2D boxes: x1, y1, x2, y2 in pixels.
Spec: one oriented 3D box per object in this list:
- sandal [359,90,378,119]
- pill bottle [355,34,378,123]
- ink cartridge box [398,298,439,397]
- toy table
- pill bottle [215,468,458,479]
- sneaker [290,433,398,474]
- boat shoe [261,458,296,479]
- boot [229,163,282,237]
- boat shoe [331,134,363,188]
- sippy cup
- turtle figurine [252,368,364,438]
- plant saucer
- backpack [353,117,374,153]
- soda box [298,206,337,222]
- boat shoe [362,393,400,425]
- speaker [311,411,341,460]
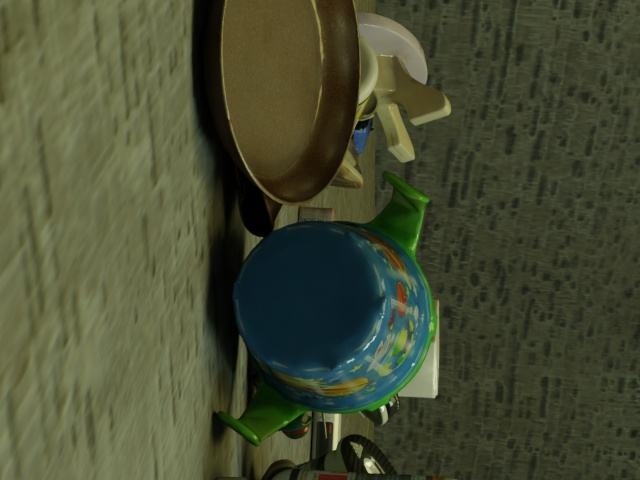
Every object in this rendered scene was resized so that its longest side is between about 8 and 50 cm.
[{"bbox_3d":[0.037,-0.265,1.980,0.180,0.072,0.049,53,-8,-22],"label":"sandal"},{"bbox_3d":[-0.002,-0.186,1.650,0.215,0.117,0.117,121,-25,-68],"label":"pill bottle"},{"bbox_3d":[0.064,0.159,1.936,0.172,0.237,0.100,-72,163,-69],"label":"ink cartridge box"},{"bbox_3d":[0.092,-0.253,2.161,0.274,0.252,0.160,25,52,-47],"label":"toy table"},{"bbox_3d":[0.019,0.336,1.398,0.162,0.279,0.162,3,90,-84],"label":"pill bottle"},{"bbox_3d":[0.056,0.484,1.655,0.447,0.258,0.169,57,19,-10],"label":"sneaker"},{"bbox_3d":[-0.060,0.355,1.729,0.072,0.068,0.190,-99,-166,-48],"label":"boat shoe"},{"bbox_3d":[-0.055,-0.153,1.433,0.207,0.090,0.248,-70,157,-57],"label":"boot"},{"bbox_3d":[0.016,-0.144,2.036,0.285,0.103,0.092,32,65,-76],"label":"boat shoe"},{"bbox_3d":[0.004,0.076,1.411,0.224,0.240,0.305,42,47,-77],"label":"sippy cup"},{"bbox_3d":[-0.030,0.168,1.622,0.175,0.118,0.234,-165,-120,-70],"label":"turtle figurine"},{"bbox_3d":[-0.042,-0.193,1.343,0.311,0.050,0.310,-14,106,-61],"label":"plant saucer"},{"bbox_3d":[0.049,-0.204,2.319,0.120,0.098,0.101,-79,173,-58],"label":"backpack"},{"bbox_3d":[0.000,0.000,2.120,0.183,0.058,0.062,71,23,-71],"label":"soda box"},{"bbox_3d":[0.037,0.110,1.684,0.302,0.091,0.114,57,-19,31],"label":"boat shoe"},{"bbox_3d":[0.011,0.381,2.369,0.055,0.055,0.136,36,57,-83],"label":"speaker"}]
